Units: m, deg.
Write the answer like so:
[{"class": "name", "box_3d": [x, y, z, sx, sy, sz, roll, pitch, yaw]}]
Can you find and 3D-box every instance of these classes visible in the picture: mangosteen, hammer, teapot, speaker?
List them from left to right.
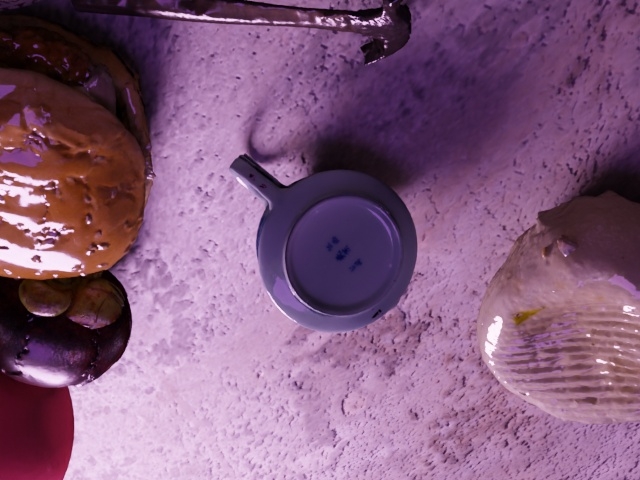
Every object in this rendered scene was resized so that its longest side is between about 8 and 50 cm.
[{"class": "speaker", "box_3d": [-0.444, 0.226, 1.357, 0.294, 0.294, 0.294, 4, 141, 4]}, {"class": "mangosteen", "box_3d": [-0.286, 0.074, 1.236, 0.166, 0.166, 0.180, 12, 133, -6]}, {"class": "hammer", "box_3d": [-0.070, -0.195, 0.954, 0.297, 0.027, 0.125, 7, 163, 7]}, {"class": "teapot", "box_3d": [0.000, 0.000, 1.126, 0.232, 0.159, 0.159, 43, 130, -19]}]

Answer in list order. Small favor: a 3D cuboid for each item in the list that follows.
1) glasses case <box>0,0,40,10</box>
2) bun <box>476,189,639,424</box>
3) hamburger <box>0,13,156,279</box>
[{"class": "glasses case", "box_3d": [-0.304, -0.313, 0.820, 0.137, 0.085, 0.355, -11, 138, 23]}, {"class": "bun", "box_3d": [0.289, 0.062, 1.131, 0.259, 0.160, 0.259, 14, 135, 15]}, {"class": "hamburger", "box_3d": [-0.288, -0.079, 1.063, 0.259, 0.145, 0.283, 6, 135, 7]}]
